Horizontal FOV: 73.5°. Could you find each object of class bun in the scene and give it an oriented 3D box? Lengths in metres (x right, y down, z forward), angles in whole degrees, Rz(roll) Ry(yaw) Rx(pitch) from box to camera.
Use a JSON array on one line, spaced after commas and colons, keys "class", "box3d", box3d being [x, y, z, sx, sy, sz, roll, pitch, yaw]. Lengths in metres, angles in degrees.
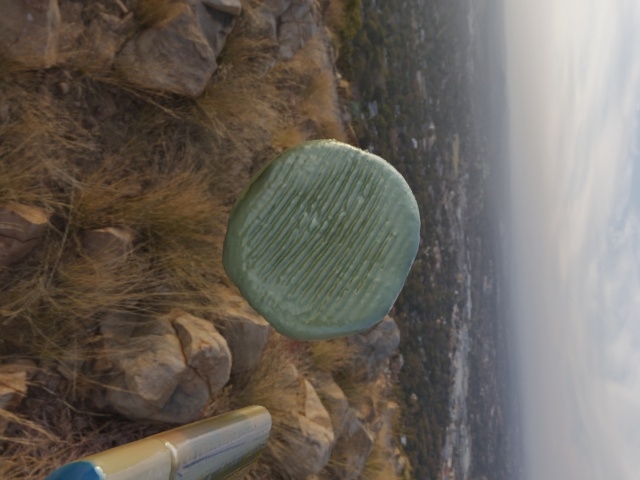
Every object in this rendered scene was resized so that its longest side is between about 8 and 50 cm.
[{"class": "bun", "box3d": [-0.002, 0.003, 0.475, 0.108, 0.222, 0.221, 98, -3, -76]}]

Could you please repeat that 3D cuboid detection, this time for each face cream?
[{"class": "face cream", "box3d": [-0.144, 0.224, 0.389, 0.139, 0.067, 0.285, -49, 160, -1]}]
